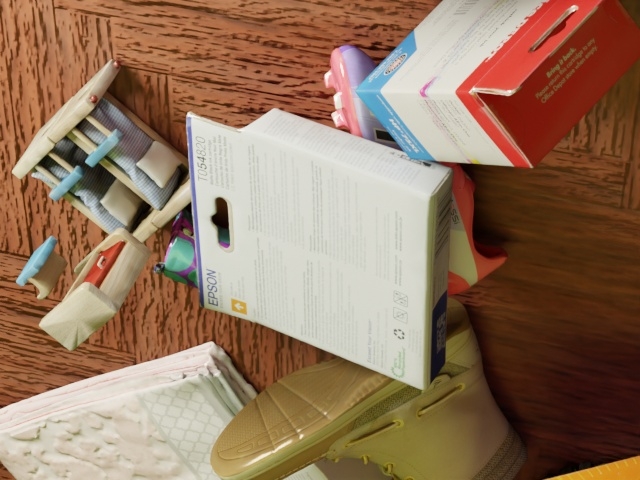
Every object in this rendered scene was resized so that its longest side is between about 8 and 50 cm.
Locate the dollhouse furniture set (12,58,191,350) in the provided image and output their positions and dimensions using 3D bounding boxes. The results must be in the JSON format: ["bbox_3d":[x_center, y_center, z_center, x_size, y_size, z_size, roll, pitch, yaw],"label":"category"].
[{"bbox_3d":[-0.193,-0.032,1.700,0.129,0.184,0.129,40,132,-13],"label":"dollhouse furniture set"}]

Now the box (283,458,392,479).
[{"bbox_3d":[0.003,0.220,1.896,0.087,0.101,0.102,-20,119,35],"label":"box"}]

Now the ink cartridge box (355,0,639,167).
[{"bbox_3d":[0.140,-0.125,1.448,0.078,0.134,0.231,50,164,-21],"label":"ink cartridge box"}]

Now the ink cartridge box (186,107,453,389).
[{"bbox_3d":[0.000,0.000,1.645,0.224,0.045,0.223,20,136,20],"label":"ink cartridge box"}]

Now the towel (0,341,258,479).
[{"bbox_3d":[-0.141,0.267,2.033,0.317,0.053,0.332,-19,119,34],"label":"towel"}]

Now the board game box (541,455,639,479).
[{"bbox_3d":[0.320,0.412,1.636,0.356,0.357,0.356,-13,140,-5],"label":"board game box"}]

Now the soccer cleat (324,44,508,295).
[{"bbox_3d":[0.077,-0.062,1.651,0.095,0.083,0.248,-22,117,1],"label":"soccer cleat"}]

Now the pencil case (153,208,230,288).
[{"bbox_3d":[-0.067,0.026,1.782,0.151,0.064,0.070,20,159,5],"label":"pencil case"}]

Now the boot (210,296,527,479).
[{"bbox_3d":[0.049,0.192,1.794,0.262,0.095,0.203,-32,124,-8],"label":"boot"}]

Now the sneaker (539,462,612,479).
[{"bbox_3d":[0.230,0.325,1.901,0.146,0.134,0.343,20,136,-31],"label":"sneaker"}]
